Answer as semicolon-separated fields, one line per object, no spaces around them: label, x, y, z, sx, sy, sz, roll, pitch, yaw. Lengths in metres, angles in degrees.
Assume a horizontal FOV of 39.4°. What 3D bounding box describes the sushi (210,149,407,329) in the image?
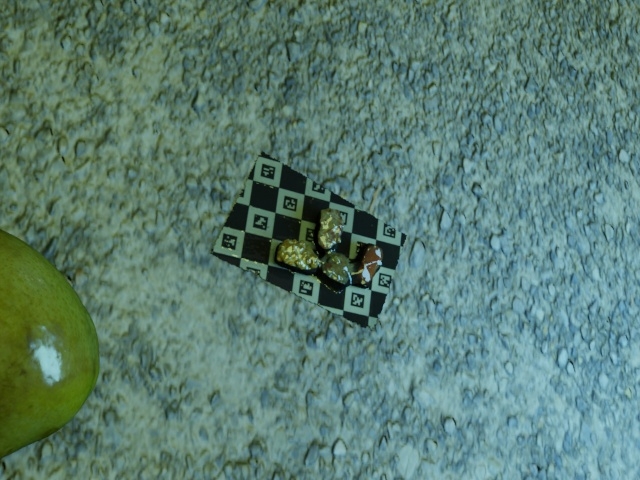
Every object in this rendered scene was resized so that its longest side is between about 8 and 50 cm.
sushi;0.000;0.000;1.349;0.279;0.043;0.193;29;64;-13

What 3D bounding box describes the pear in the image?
pear;-0.410;0.110;0.989;0.303;0.304;0.304;7;70;-21
